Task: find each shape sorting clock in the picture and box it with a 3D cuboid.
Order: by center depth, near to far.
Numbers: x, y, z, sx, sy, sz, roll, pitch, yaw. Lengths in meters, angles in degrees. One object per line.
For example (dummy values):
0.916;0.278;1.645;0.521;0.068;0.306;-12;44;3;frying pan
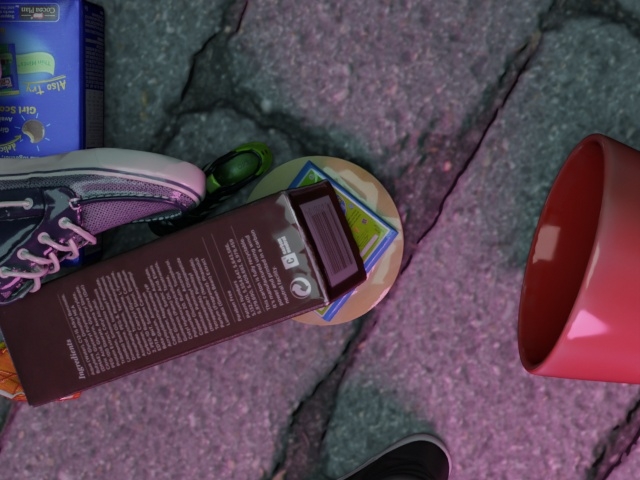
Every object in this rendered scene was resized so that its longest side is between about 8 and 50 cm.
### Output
0.000;0.000;1.597;0.206;0.040;0.206;2;100;12;shape sorting clock

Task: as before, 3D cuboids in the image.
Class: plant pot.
0.376;0.043;1.457;0.243;0.275;0.274;15;97;-4;plant pot

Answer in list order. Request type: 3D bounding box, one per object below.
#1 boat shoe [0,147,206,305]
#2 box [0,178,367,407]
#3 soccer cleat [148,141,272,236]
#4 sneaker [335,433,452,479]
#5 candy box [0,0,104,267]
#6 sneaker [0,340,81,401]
-0.294;-0.006;1.449;0.341;0.127;0.158;-1;69;15;boat shoe
-0.158;0.058;1.524;0.382;0.191;0.143;-22;91;16;box
-0.138;-0.064;1.592;0.179;0.072;0.060;-33;91;9;soccer cleat
0.029;0.348;1.575;0.296;0.147;0.104;-39;92;10;sneaker
-0.401;-0.130;1.594;0.268;0.122;0.317;2;94;7;candy box
-0.383;0.164;1.651;0.175;0.064;0.067;13;87;3;sneaker
